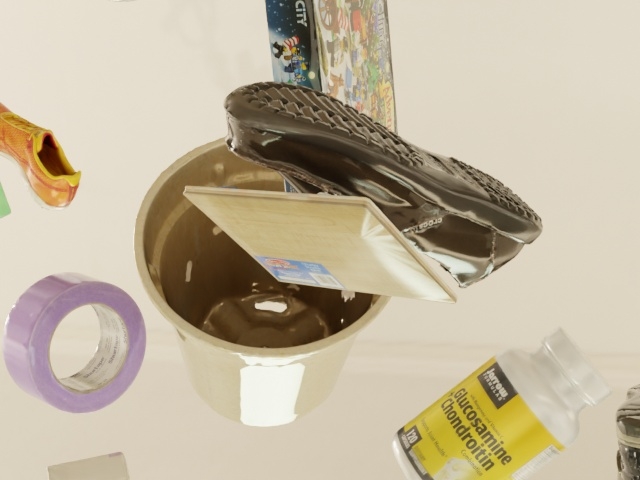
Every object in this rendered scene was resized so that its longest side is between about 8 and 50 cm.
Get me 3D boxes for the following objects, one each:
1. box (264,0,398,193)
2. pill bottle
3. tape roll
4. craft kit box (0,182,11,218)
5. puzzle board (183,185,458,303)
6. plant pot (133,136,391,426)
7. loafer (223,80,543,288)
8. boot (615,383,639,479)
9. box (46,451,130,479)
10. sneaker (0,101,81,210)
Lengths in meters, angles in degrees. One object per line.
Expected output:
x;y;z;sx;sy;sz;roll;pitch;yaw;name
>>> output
0.015;-0.119;1.099;0.044;0.233;0.159;1;-162;24;box
0.161;0.160;1.170;0.184;0.103;0.103;-40;-169;8;pill bottle
-0.344;0.143;1.864;0.189;0.189;0.080;-16;-162;-37;tape roll
-0.331;-0.166;1.014;0.061;0.250;0.247;-24;-122;-14;craft kit box
0.000;0.000;0.707;0.128;0.011;0.096;6;153;41;puzzle board
-0.070;0.083;1.740;0.333;0.305;0.334;2;-125;-3;plant pot
0.033;-0.022;0.772;0.220;0.078;0.080;23;-163;-28;loafer
0.333;0.236;1.283;0.085;0.179;0.236;2;-175;25;boot
-0.181;0.304;1.153;0.067;0.324;0.063;-12;-132;-11;box
-0.324;-0.111;1.472;0.175;0.067;0.064;43;-146;14;sneaker
